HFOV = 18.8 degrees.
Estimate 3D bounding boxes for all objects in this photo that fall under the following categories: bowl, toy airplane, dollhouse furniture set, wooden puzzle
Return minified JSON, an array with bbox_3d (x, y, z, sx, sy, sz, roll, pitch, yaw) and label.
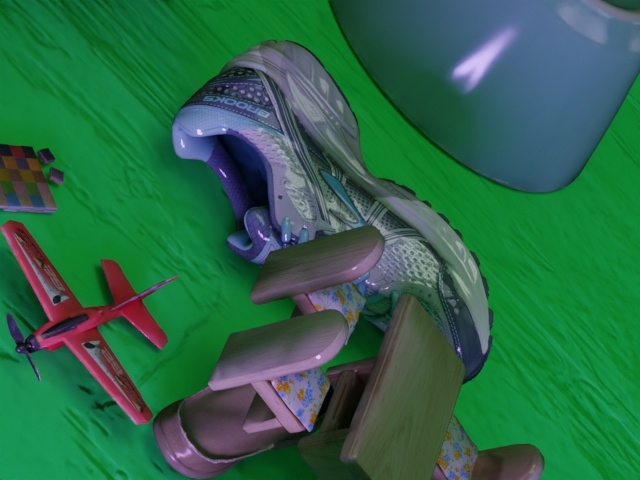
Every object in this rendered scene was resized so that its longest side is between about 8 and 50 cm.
[{"bbox_3d":[0.171,-0.214,1.671,0.311,0.163,0.311,29,38,-25],"label":"bowl"},{"bbox_3d":[-0.140,0.045,1.185,0.151,0.028,0.151,30,39,-27],"label":"toy airplane"},{"bbox_3d":[0.055,0.135,1.141,0.212,0.161,0.242,53,39,-28],"label":"dollhouse furniture set"},{"bbox_3d":[-0.195,-0.040,1.227,0.083,0.006,0.049,3,54,-47],"label":"wooden puzzle"}]

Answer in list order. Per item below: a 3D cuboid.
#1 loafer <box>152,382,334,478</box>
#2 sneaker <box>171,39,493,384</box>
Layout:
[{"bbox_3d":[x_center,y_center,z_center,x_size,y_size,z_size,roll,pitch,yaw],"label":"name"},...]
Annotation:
[{"bbox_3d":[-0.045,0.108,1.208,0.148,0.050,0.056,-14,67,-53],"label":"loafer"},{"bbox_3d":[0.000,0.000,1.346,0.122,0.110,0.283,-34,81,-38],"label":"sneaker"}]
